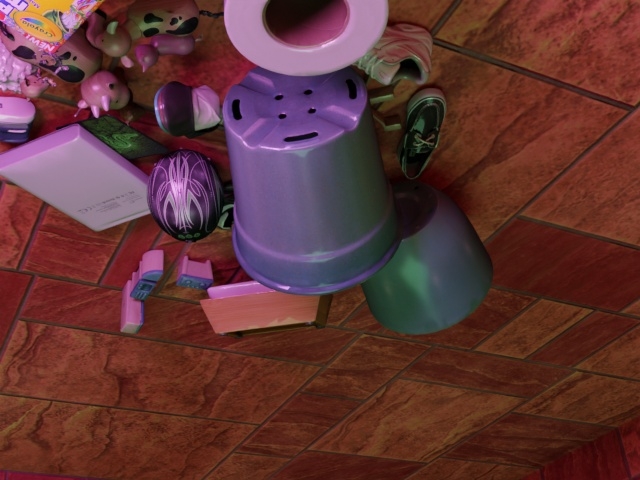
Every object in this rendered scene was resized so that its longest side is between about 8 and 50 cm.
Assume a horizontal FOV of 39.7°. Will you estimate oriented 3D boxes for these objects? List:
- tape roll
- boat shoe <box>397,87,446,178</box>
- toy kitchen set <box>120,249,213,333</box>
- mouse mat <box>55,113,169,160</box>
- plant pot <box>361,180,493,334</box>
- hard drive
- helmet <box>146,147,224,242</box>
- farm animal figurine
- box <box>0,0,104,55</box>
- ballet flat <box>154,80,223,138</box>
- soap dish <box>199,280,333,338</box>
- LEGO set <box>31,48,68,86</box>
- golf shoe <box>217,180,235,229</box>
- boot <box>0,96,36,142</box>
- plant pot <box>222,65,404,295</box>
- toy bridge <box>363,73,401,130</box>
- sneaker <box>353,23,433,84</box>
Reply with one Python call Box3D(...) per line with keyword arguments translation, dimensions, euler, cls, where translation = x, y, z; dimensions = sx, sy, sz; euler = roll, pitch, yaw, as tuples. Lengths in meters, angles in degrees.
Box3D(translation=(-0.025, -0.394, 1.343), dimensions=(0.246, 0.169, 0.246), euler=(-3, 146, -2), cls="tape roll")
Box3D(translation=(0.202, -0.206, 1.742), dimensions=(0.078, 0.070, 0.219), euler=(0, 146, -7), cls="boat shoe")
Box3D(translation=(-0.370, 0.134, 2.131), dimensions=(0.166, 0.122, 0.207), euler=(12, 143, -24), cls="toy kitchen set")
Box3D(translation=(-0.395, -0.191, 1.681), dimensions=(0.190, 0.007, 0.152), euler=(-3, 156, 44), cls="mouse mat")
Box3D(translation=(0.199, 0.016, 1.900), dimensions=(0.293, 0.293, 0.235), euler=(-16, 133, 15), cls="plant pot")
Box3D(translation=(-0.469, -0.117, 1.782), dimensions=(0.203, 0.040, 0.307), euler=(-17, 151, 19), cls="hard drive")
Box3D(translation=(-0.268, -0.092, 1.762), dimensions=(0.169, 0.169, 0.161), euler=(-5, 147, -1), cls="helmet")
Box3D(translation=(-0.365, -0.303, 1.431), dimensions=(0.327, 0.172, 0.330), euler=(16, 141, -28), cls="farm animal figurine")
Box3D(translation=(-0.381, -0.454, 1.162), dimensions=(0.290, 0.177, 0.279), euler=(34, 132, -30), cls="box")
Box3D(translation=(-0.220, -0.230, 1.549), dimensions=(0.096, 0.095, 0.280), euler=(-7, -174, 0), cls="ballet flat")
Box3D(translation=(-0.122, 0.164, 2.149), dimensions=(0.291, 0.118, 0.229), euler=(-8, 170, 6), cls="soap dish")
Box3D(translation=(-0.413, -0.272, 1.352), dimensions=(0.054, 0.023, 0.083), euler=(33, 140, -22), cls="LEGO set")
Box3D(translation=(-0.232, -0.066, 1.878), dimensions=(0.198, 0.094, 0.077), euler=(-12, 147, 14), cls="golf shoe")
Box3D(translation=(-0.621, -0.221, 1.611), dimensions=(0.190, 0.069, 0.086), euler=(8, 141, -22), cls="boot")
Box3D(translation=(-0.024, -0.132, 1.621), dimensions=(0.341, 0.341, 0.334), euler=(-7, 139, 2), cls="plant pot")
Box3D(translation=(0.107, -0.273, 1.670), dimensions=(0.063, 0.026, 0.188), euler=(-10, 146, 10), cls="toy bridge")
Box3D(translation=(0.091, -0.321, 1.514), dimensions=(0.232, 0.115, 0.090), euler=(5, 145, -14), cls="sneaker")
